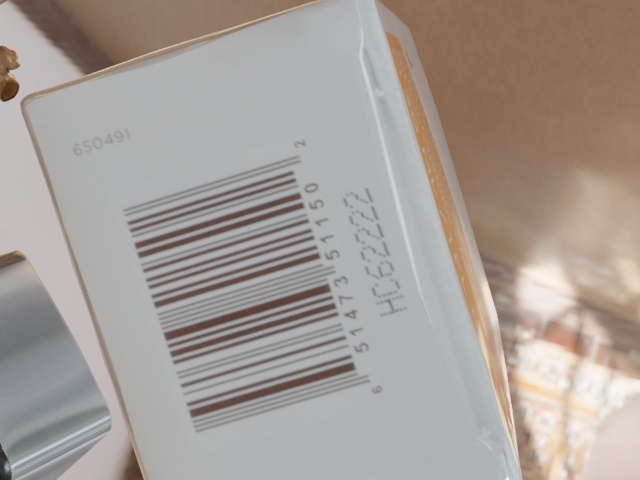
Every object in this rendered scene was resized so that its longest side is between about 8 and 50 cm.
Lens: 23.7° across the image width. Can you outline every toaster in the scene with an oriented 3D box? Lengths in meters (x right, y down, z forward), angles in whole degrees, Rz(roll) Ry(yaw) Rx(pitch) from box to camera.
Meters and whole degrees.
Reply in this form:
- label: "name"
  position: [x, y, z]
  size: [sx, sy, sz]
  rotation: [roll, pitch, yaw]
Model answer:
- label: "toaster"
  position: [-0.259, 0.112, 1.157]
  size: [0.168, 0.110, 0.185]
  rotation: [59, 143, 9]

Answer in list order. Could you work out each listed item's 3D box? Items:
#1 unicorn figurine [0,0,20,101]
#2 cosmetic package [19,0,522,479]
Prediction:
- label: "unicorn figurine"
  position: [-0.212, -0.062, 0.727]
  size: [0.111, 0.162, 0.060]
  rotation: [35, 172, 28]
- label: "cosmetic package"
  position: [0.000, 0.000, 0.856]
  size: [0.161, 0.230, 0.453]
  rotation: [-17, -175, 7]
